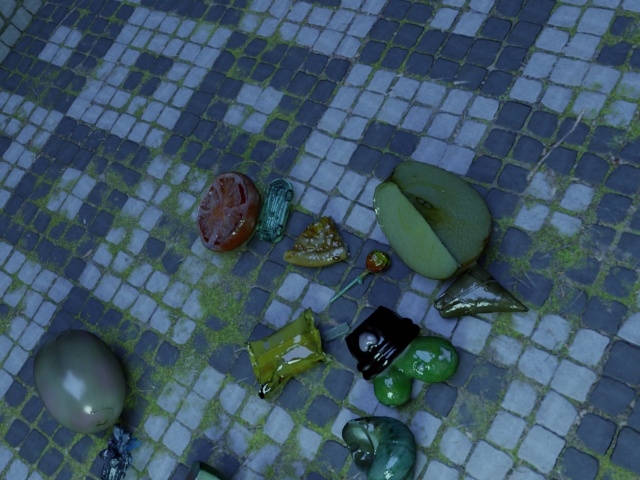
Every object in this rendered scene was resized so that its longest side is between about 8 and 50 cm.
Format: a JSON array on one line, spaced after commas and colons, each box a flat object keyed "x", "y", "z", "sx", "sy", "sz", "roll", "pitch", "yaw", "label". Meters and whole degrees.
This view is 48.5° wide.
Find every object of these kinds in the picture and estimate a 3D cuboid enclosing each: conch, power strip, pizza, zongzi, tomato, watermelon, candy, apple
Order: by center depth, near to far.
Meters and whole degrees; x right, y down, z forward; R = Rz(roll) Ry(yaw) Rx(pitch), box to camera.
[{"x": 0.142, "y": 0.483, "z": 1.611, "sx": 0.176, "sy": 0.122, "sz": 0.188, "roll": -37, "pitch": 53, "yaw": 29, "label": "conch"}, {"x": 0.373, "y": 0.159, "z": 1.684, "sx": 0.160, "sy": 0.078, "sz": 0.176, "roll": -45, "pitch": 61, "yaw": 5, "label": "zongzi"}, {"x": -0.313, "y": 0.669, "z": 1.717, "sx": 0.140, "sy": 0.193, "sz": 0.256, "roll": 33, "pitch": 78, "yaw": 1, "label": "watermelon"}, {"x": 0.280, "y": -0.045, "z": 1.758, "sx": 0.254, "sy": 0.179, "sz": 0.346, "roll": -45, "pitch": 56, "yaw": 14, "label": "apple"}, {"x": 0.043, "y": 0.236, "z": 1.827, "sx": 0.083, "sy": 0.017, "sz": 0.027, "roll": -26, "pitch": 60, "yaw": 12, "label": "power strip"}, {"x": 0.098, "y": 0.097, "z": 1.856, "sx": 0.201, "sy": 0.060, "sz": 0.060, "roll": -43, "pitch": 57, "yaw": 11, "label": "candy"}, {"x": 0.000, "y": 0.000, "z": 1.932, "sx": 0.182, "sy": 0.062, "sz": 0.161, "roll": 8, "pitch": 65, "yaw": 29, "label": "pizza"}, {"x": -0.252, "y": -0.076, "z": 2.036, "sx": 0.237, "sy": 0.095, "sz": 0.236, "roll": -18, "pitch": 63, "yaw": 40, "label": "tomato"}]

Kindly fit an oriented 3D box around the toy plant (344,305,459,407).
[{"x": 0.185, "y": 0.271, "z": 1.673, "sx": 0.218, "sy": 0.175, "sz": 0.235, "roll": -44, "pitch": 85, "yaw": 8, "label": "toy plant"}]

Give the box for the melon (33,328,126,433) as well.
[{"x": -0.660, "y": 0.382, "z": 1.953, "sx": 0.223, "sy": 0.223, "sz": 0.317, "roll": -40, "pitch": 56, "yaw": 2, "label": "melon"}]

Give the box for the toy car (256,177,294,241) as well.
[{"x": -0.123, "y": -0.084, "z": 2.026, "sx": 0.093, "sy": 0.058, "sz": 0.186, "roll": 13, "pitch": 85, "yaw": 29, "label": "toy car"}]

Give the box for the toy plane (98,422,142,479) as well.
[{"x": -0.554, "y": 0.617, "z": 1.883, "sx": 0.169, "sy": 0.078, "sz": 0.246, "roll": 6, "pitch": 71, "yaw": 55, "label": "toy plane"}]

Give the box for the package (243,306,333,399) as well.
[{"x": -0.084, "y": 0.287, "z": 1.819, "sx": 0.226, "sy": 0.090, "sz": 0.168, "roll": -30, "pitch": 61, "yaw": 12, "label": "package"}]
